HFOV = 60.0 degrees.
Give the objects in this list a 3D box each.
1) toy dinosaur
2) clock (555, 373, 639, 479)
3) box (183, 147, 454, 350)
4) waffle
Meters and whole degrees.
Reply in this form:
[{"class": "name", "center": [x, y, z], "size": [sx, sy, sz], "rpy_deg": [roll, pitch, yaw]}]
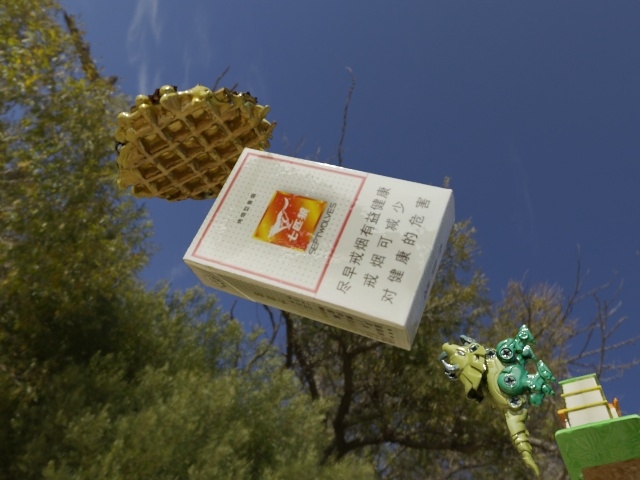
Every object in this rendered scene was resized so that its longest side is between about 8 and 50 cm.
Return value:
[{"class": "toy dinosaur", "center": [0.306, 0.242, 0.888], "size": [0.153, 0.259, 0.094], "rpy_deg": [-26, -46, 0]}, {"class": "clock", "center": [0.426, 0.328, 0.802], "size": [0.106, 0.255, 0.219], "rpy_deg": [-21, -95, 21]}, {"class": "box", "center": [0.000, -0.001, 0.788], "size": [0.330, 0.210, 0.095], "rpy_deg": [15, -25, 20]}, {"class": "waffle", "center": [-0.309, -0.226, 1.373], "size": [0.379, 0.382, 0.095], "rpy_deg": [-61, -140, 46]}]
